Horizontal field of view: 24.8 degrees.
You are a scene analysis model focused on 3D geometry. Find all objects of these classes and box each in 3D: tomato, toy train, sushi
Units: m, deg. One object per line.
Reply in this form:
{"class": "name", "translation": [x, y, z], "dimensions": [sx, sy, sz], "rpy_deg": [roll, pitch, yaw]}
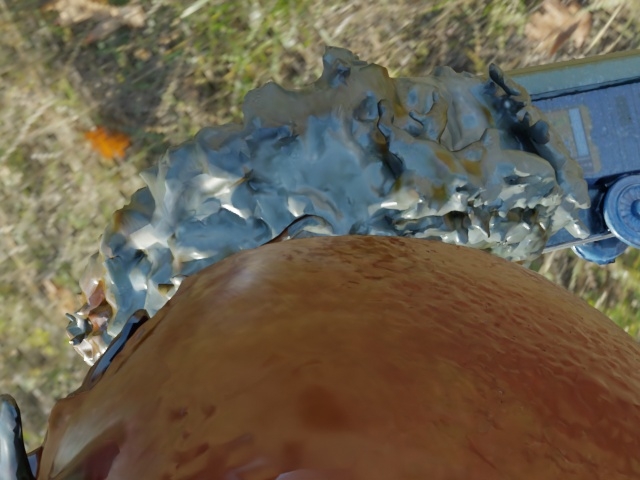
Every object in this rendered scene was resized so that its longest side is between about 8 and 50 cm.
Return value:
{"class": "tomato", "translation": [0.045, 0.140, 0.444], "dimensions": [0.309, 0.309, 0.170], "rpy_deg": [61, 158, -10]}
{"class": "toy train", "translation": [0.191, -0.063, 1.366], "dimensions": [0.131, 0.299, 0.202], "rpy_deg": [152, 106, -72]}
{"class": "sushi", "translation": [0.001, -0.002, 1.074], "dimensions": [0.417, 0.417, 0.176], "rpy_deg": [-34, 78, 31]}
